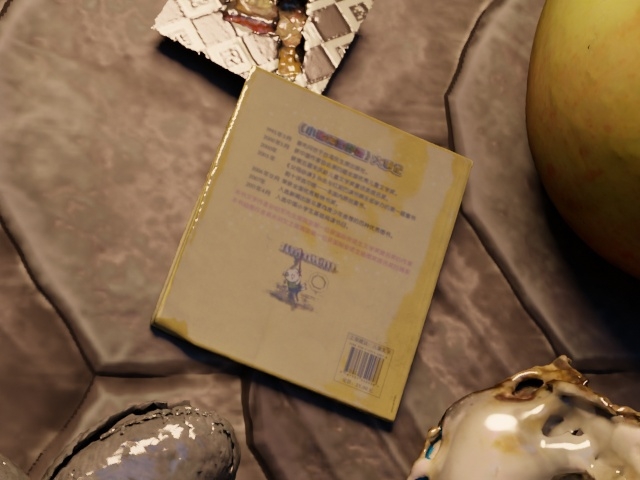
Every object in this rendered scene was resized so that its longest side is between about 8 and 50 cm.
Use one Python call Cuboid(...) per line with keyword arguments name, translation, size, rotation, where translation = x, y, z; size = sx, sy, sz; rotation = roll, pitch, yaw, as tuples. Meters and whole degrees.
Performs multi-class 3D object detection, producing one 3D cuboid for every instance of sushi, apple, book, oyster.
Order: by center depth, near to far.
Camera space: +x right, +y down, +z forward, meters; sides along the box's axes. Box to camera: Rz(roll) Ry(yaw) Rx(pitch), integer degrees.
Cuboid(name="oyster", translation=(0.125, 0.182, 0.689), size=(0.223, 0.214, 0.083), rotation=(-42, 129, -7))
Cuboid(name="book", translation=(0.000, 0.000, 0.772), size=(0.168, 0.013, 0.192), rotation=(23, 71, -9))
Cuboid(name="apple", translation=(0.292, -0.112, 0.803), size=(0.319, 0.277, 0.319), rotation=(6, 74, -23))
Cuboid(name="sushi", translation=(-0.040, -0.157, 0.838), size=(0.126, 0.026, 0.120), rotation=(29, 63, -1))

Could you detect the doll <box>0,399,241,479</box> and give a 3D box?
Cuboid(name="doll", translation=(-0.130, 0.195, 0.604), size=(0.340, 0.158, 0.246), rotation=(11, 95, -31))
